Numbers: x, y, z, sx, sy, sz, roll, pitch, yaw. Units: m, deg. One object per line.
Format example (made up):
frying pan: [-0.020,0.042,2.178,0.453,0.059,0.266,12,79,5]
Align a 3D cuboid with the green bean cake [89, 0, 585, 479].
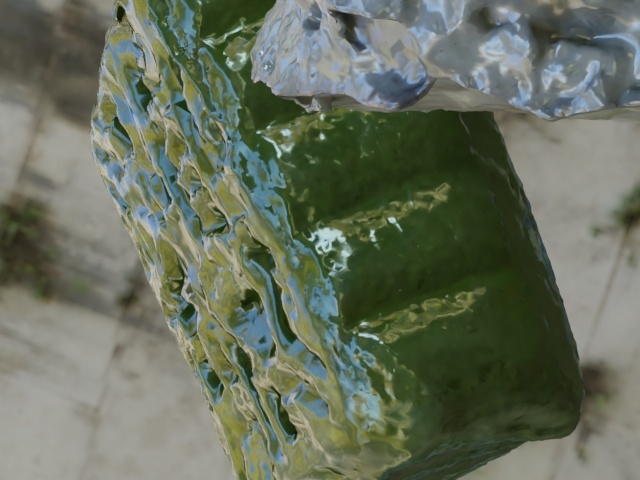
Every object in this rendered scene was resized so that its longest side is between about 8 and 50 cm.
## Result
green bean cake: [0.000,0.000,0.788,0.125,0.248,0.222,-25,-13,-21]

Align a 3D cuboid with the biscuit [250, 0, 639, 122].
biscuit: [0.071,-0.044,0.414,0.188,0.265,0.040,-1,-87,-38]
